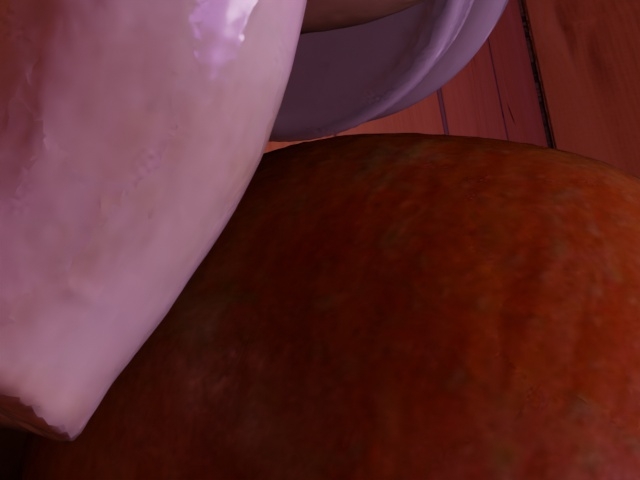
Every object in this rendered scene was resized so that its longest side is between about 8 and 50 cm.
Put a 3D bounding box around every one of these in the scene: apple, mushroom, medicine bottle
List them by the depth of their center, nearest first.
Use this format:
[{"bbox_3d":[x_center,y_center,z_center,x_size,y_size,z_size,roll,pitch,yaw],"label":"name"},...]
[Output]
[{"bbox_3d":[-0.068,-0.153,0.546,0.315,0.356,0.315,44,12,-12],"label":"mushroom"},{"bbox_3d":[0.032,0.089,0.638,0.301,0.301,0.301,-14,90,-77],"label":"apple"},{"bbox_3d":[0.005,-0.169,0.975,0.340,0.208,0.208,-58,132,-72],"label":"medicine bottle"}]
